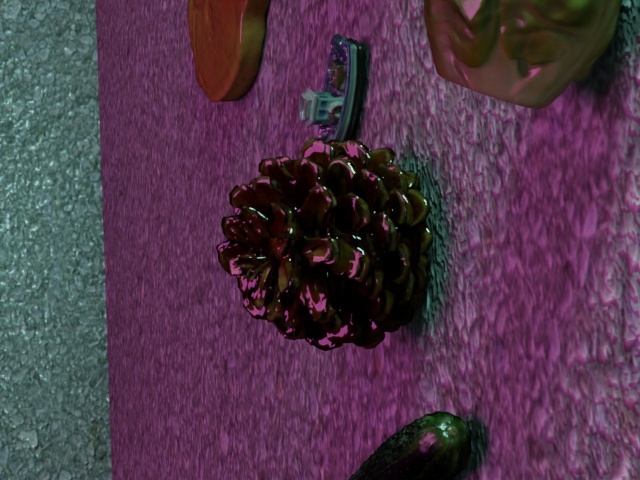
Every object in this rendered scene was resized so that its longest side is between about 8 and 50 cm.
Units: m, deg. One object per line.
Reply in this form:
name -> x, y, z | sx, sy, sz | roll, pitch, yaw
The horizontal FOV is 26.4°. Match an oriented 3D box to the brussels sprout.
brussels sprout -> 0.145, -0.194, 1.000 | 0.161, 0.144, 0.181 | 35, 117, 26

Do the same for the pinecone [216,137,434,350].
pinecone -> 0.000, 0.000, 1.332 | 0.221, 0.221, 0.221 | 180, 90, -72

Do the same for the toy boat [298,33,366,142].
toy boat -> 0.011, -0.158, 1.516 | 0.059, 0.066, 0.140 | -128, 40, -56

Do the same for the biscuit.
biscuit -> -0.147, -0.370, 2.015 | 0.312, 0.057, 0.351 | 121, 145, -55

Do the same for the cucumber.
cucumber -> 0.082, 0.218, 1.290 | 0.241, 0.074, 0.074 | 121, 144, -55
